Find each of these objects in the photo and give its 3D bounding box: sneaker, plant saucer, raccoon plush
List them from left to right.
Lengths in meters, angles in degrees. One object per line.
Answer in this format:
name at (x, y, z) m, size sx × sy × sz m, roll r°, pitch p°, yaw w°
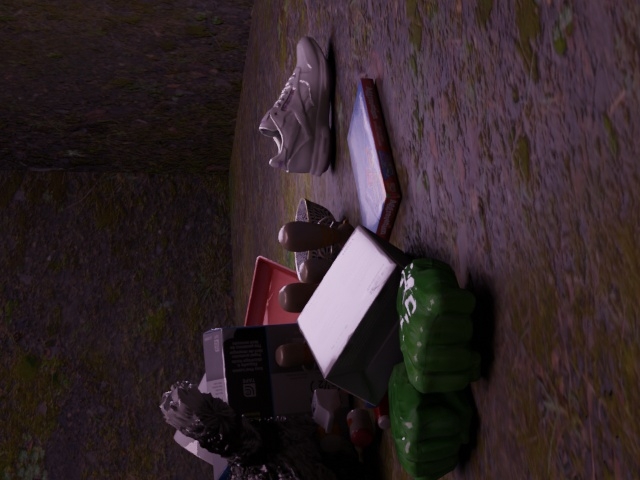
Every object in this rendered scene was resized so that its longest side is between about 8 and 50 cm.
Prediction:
raccoon plush at (-0.126, 0.432, 1.640) m, size 0.299 × 0.446 × 0.216 m, roll -51°, pitch 7°, yaw 24°
plant saucer at (-0.062, 0.187, 1.999) m, size 0.259 × 0.048 × 0.258 m, roll 21°, pitch 104°, yaw 46°
sneaker at (-0.051, -0.288, 2.001) m, size 0.114 × 0.152 × 0.305 m, roll 123°, pitch 148°, yaw -74°

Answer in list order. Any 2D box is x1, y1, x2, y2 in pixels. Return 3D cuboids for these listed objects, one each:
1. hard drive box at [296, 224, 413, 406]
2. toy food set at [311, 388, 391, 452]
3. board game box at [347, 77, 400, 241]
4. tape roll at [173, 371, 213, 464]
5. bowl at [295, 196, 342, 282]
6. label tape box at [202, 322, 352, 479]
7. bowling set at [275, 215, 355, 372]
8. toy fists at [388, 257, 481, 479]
hard drive box at (0.065, 0.096, 1.334) m, size 0.181 × 0.089 × 0.232 m, roll -57°, pitch 17°, yaw 7°
toy food set at (0.053, 0.271, 1.522) m, size 0.104 × 0.111 × 0.232 m, roll -104°, pitch 20°, yaw -54°
board game box at (0.086, -0.126, 1.599) m, size 0.145 × 0.027 × 0.281 m, roll 101°, pitch 165°, yaw -49°
tape roll at (-0.153, 0.376, 1.939) m, size 0.169 × 0.246 × 0.246 m, roll -64°, pitch 9°, yaw -6°
bowl at (0.000, 0.000, 1.904) m, size 0.170 × 0.080 × 0.170 m, roll -179°, pitch 90°, yaw -80°
label tape box at (-0.073, 0.329, 1.769) m, size 0.115 × 0.249 × 0.347 m, roll -26°, pitch 68°, yaw 60°
bowling set at (0.030, 0.107, 1.676) m, size 0.200 × 0.154 × 0.287 m, roll 14°, pitch 102°, yaw 60°
toy fists at (0.136, 0.164, 1.147) m, size 0.142 × 0.096 × 0.279 m, roll -88°, pitch 2°, yaw -63°
